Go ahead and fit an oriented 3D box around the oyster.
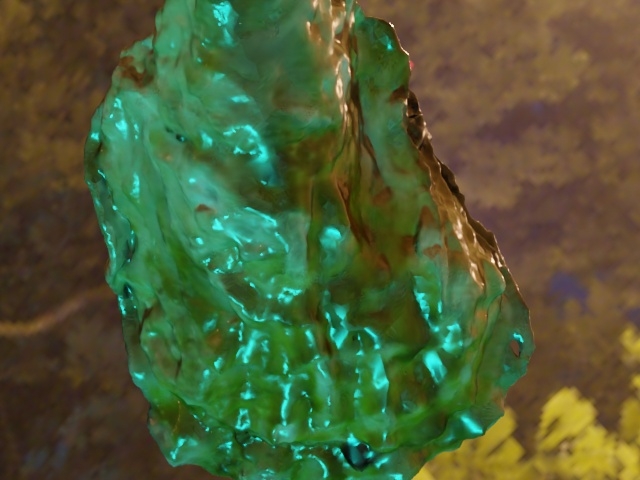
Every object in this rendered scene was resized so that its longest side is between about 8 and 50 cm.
[{"bbox_3d":[0.000,0.000,0.468,0.122,0.146,0.045,12,-168,-30],"label":"oyster"}]
